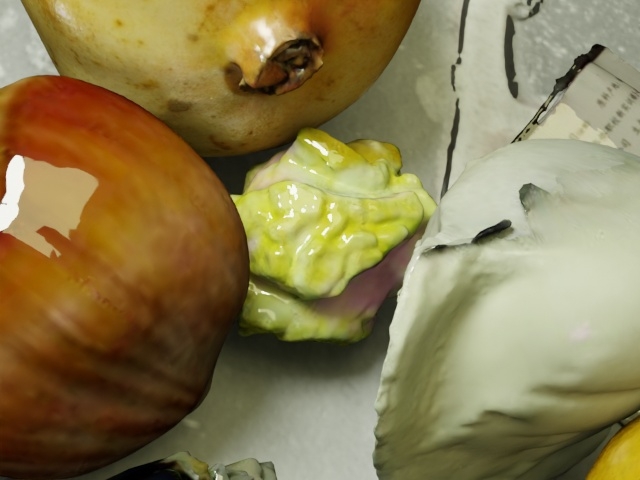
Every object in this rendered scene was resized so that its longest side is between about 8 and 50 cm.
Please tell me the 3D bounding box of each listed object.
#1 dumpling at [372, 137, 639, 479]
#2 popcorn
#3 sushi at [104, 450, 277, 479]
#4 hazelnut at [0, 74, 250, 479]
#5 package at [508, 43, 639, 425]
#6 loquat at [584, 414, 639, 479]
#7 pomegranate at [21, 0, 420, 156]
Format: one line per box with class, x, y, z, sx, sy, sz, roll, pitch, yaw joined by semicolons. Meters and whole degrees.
dumpling;0.112;0.052;0.763;0.243;0.227;0.175;6;27;-21
popcorn;0.000;0.000;0.804;0.145;0.125;0.126;-16;75;-16
sushi;-0.068;0.221;0.617;0.213;0.204;0.200;32;16;-43
hazelnut;-0.150;0.017;0.721;0.210;0.210;0.186;-27;48;-30
package;0.212;-0.014;0.921;0.204;0.062;0.251;37;59;7
loquat;0.231;0.178;0.725;0.208;0.208;0.208;8;58;-14
pomegranate;-0.063;-0.173;0.806;0.264;0.264;0.264;8;58;-14
